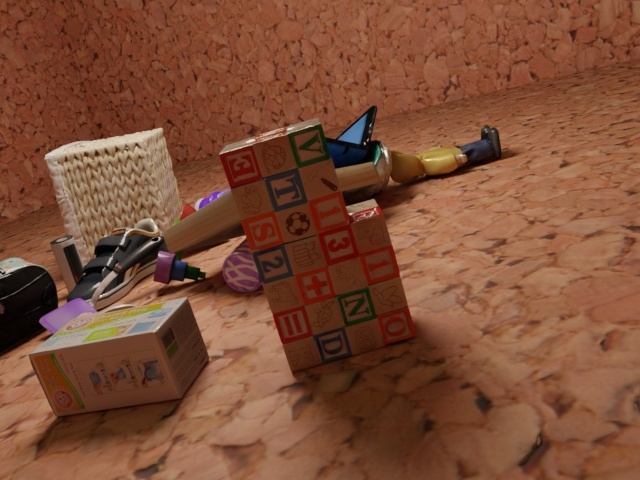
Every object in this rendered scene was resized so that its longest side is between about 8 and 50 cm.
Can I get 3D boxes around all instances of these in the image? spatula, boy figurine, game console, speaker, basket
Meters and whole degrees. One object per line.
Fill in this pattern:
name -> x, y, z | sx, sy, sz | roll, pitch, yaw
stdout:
spatula -> -0.434, 0.086, 1.314 | 0.084, 0.030, 0.296 | 29, 62, 30
boy figurine -> 0.312, -0.219, 1.653 | 0.285, 0.092, 0.177 | -13, 18, 0
game console -> -0.017, -0.210, 1.570 | 0.250, 0.173, 0.293 | 4, -30, -40
speaker -> -0.591, 0.060, 1.513 | 0.055, 0.136, 0.055 | -11, 18, 4
basket -> -0.549, -0.123, 1.776 | 0.266, 0.332, 0.328 | -11, 15, -2

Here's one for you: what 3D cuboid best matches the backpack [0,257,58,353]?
backpack -> -0.635, 0.124, 1.284 | 0.144, 0.166, 0.188 | 11, 27, 40

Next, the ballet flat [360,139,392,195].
ballet flat -> 0.104, -0.182, 1.659 | 0.146, 0.147, 0.409 | -21, 17, -17

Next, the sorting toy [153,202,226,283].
sorting toy -> -0.287, 0.018, 1.481 | 0.126, 0.127, 0.365 | 13, 18, -6

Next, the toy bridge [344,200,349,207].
toy bridge -> 0.035, -0.085, 1.584 | 0.063, 0.026, 0.188 | -17, 14, 0

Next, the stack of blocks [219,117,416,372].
stack of blocks -> 0.000, 0.000, 0.823 | 0.171, 0.297, 0.087 | -17, 15, 2

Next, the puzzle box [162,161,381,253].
puzzle box -> -0.094, -0.072, 1.353 | 0.272, 0.052, 0.408 | -25, -6, 43

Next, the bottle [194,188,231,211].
bottle -> -0.233, -0.096, 1.768 | 0.282, 0.092, 0.118 | -3, 22, 40

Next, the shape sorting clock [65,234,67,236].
shape sorting clock -> -0.717, -0.022, 2.031 | 0.206, 0.040, 0.206 | -28, -5, -2

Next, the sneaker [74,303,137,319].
sneaker -> -0.402, 0.147, 1.180 | 0.134, 0.051, 0.070 | -25, 22, -14

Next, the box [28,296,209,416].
box -> -0.280, 0.164, 0.902 | 0.203, 0.103, 0.114 | -12, 16, 15

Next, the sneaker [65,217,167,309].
sneaker -> -0.469, 0.050, 1.451 | 0.126, 0.128, 0.321 | -8, 19, 24

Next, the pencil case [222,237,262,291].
pencil case -> -0.117, 0.029, 1.253 | 0.088, 0.086, 0.206 | 22, 27, 9
